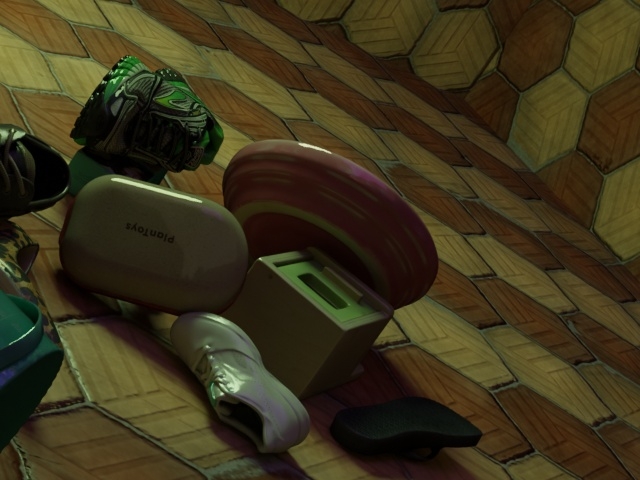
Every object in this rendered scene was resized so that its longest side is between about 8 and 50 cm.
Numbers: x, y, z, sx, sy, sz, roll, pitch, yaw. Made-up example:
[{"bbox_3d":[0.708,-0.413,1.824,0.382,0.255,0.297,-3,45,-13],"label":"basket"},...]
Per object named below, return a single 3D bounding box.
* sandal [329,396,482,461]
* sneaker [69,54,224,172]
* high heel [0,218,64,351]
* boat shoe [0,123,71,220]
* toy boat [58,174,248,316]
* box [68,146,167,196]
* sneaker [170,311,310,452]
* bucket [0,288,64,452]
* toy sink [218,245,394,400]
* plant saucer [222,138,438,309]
[{"bbox_3d":[0.106,0.251,2.063,0.254,0.054,0.097,4,26,-42],"label":"sandal"},{"bbox_3d":[-0.226,-0.166,2.202,0.146,0.134,0.343,38,16,12],"label":"sneaker"},{"bbox_3d":[-0.312,0.052,1.713,0.261,0.093,0.186,35,19,31],"label":"high heel"},{"bbox_3d":[-0.382,-0.090,1.766,0.355,0.130,0.132,-5,85,-78],"label":"boat shoe"},{"bbox_3d":[-0.205,0.022,1.961,0.231,0.151,0.151,16,-22,-4],"label":"toy boat"},{"bbox_3d":[-0.285,-0.101,2.253,0.100,0.060,0.244,34,16,-2],"label":"box"},{"bbox_3d":[-0.109,0.164,1.845,0.212,0.080,0.094,42,30,19],"label":"sneaker"},{"bbox_3d":[-0.341,0.115,1.210,0.183,0.281,0.281,39,17,4],"label":"bucket"},{"bbox_3d":[-0.008,0.102,2.097,0.153,0.131,0.234,40,17,17],"label":"toy sink"},{"bbox_3d":[0.000,0.000,2.215,0.332,0.332,0.084,33,61,-5],"label":"plant saucer"}]
